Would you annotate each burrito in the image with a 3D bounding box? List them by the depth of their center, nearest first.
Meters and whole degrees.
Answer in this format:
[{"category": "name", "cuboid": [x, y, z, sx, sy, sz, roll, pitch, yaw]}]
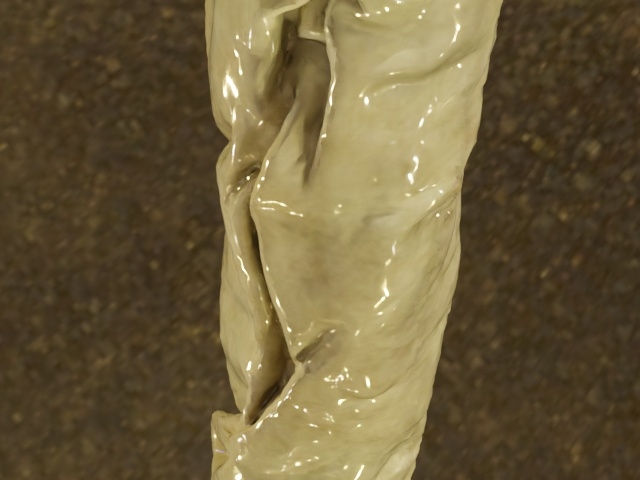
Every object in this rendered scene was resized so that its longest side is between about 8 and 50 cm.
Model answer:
[{"category": "burrito", "cuboid": [0.000, 0.000, 0.573, 0.076, 0.117, 0.392, -3, 137, -8]}]
